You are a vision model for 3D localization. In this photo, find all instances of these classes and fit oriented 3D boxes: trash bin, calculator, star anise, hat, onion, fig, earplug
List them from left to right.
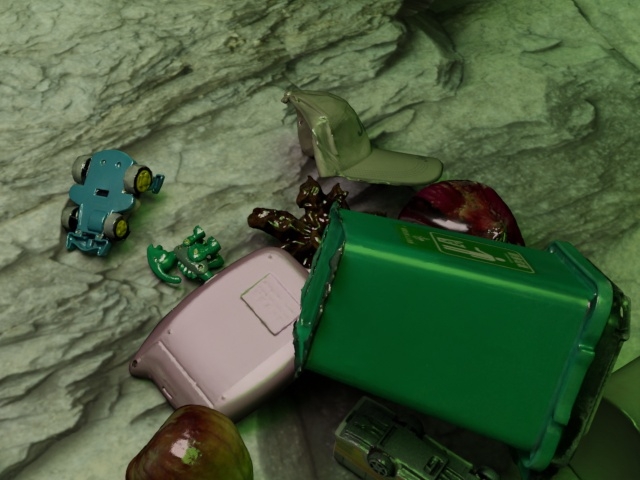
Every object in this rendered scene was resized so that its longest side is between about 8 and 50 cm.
[{"bbox_3d":[-0.134,0.307,1.424,0.230,0.160,0.143,27,14,-32],"label":"fig"},{"bbox_3d":[-0.114,0.133,1.531,0.294,0.043,0.194,-40,68,-9],"label":"calculator"},{"bbox_3d":[0.000,0.000,1.630,0.220,0.126,0.190,-16,73,-3],"label":"star anise"},{"bbox_3d":[0.064,-0.168,1.714,0.244,0.149,0.214,-7,17,-9],"label":"hat"},{"bbox_3d":[0.164,0.122,1.421,0.381,0.295,0.259,17,14,-6],"label":"trash bin"},{"bbox_3d":[0.228,-0.011,1.621,0.140,0.218,0.195,-37,93,-20],"label":"onion"},{"bbox_3d":[0.491,0.221,1.555,0.301,0.172,0.172,-26,63,-30],"label":"earplug"}]

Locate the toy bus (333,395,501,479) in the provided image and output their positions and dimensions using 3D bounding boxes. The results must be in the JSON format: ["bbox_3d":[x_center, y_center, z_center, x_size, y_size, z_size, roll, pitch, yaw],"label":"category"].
[{"bbox_3d":[0.142,0.317,1.460,0.268,0.106,0.092,32,57,16],"label":"toy bus"}]

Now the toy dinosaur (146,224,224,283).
[{"bbox_3d":[-0.195,0.035,1.637,0.096,0.059,0.132,-36,59,-19],"label":"toy dinosaur"}]

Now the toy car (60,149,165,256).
[{"bbox_3d":[-0.310,-0.050,1.666,0.126,0.098,0.161,9,81,30],"label":"toy car"}]
